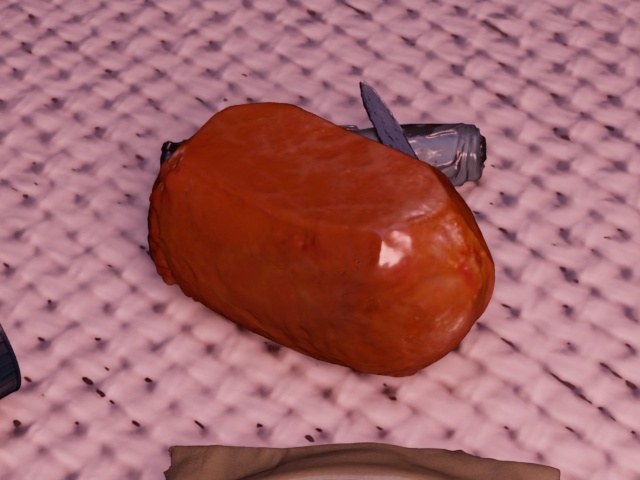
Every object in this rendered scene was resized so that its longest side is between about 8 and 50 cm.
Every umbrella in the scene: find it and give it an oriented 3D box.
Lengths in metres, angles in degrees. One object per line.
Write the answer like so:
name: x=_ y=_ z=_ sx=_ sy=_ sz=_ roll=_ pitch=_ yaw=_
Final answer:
umbrella: x=0.002 y=-0.059 z=1.522 sx=0.250 sy=0.052 sz=0.053 roll=-4 pitch=74 yaw=4

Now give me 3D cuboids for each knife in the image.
knife: x=0.068 y=-0.051 z=1.480 sx=0.023 sy=0.010 sz=0.170 roll=-24 pitch=69 yaw=-10

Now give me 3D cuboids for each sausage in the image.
sausage: x=0.000 y=0.001 z=1.383 sx=0.268 sy=0.141 sz=0.153 roll=22 pitch=49 yaw=33

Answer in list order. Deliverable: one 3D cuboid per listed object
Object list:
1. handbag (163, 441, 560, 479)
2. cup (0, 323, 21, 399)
handbag: x=-0.009 y=0.238 z=1.139 sx=0.253 sy=0.109 sz=0.316 roll=2 pitch=47 yaw=17
cup: x=-0.296 y=0.096 z=1.367 sx=0.138 sy=0.150 sz=0.113 roll=-33 pitch=81 yaw=-24
